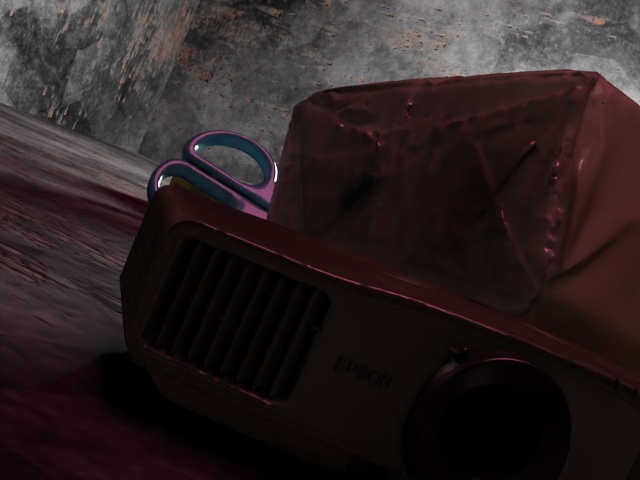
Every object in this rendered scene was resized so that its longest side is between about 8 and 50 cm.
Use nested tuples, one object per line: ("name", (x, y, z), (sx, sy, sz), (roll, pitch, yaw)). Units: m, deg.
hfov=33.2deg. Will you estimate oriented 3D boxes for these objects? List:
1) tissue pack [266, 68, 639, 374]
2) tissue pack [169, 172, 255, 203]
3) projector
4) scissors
("tissue pack", (0.179, 0.015, 0.903), (0.297, 0.207, 0.380), (1, -15, 43))
("tissue pack", (-0.091, -0.033, 1.587), (0.185, 0.081, 0.257), (22, 4, -38))
("projector", (0.043, 0.063, 0.480), (0.269, 0.088, 0.193), (22, 3, -13))
("scissors", (-0.002, 0.010, 1.323), (0.447, 0.029, 0.192), (32, 45, 10))
